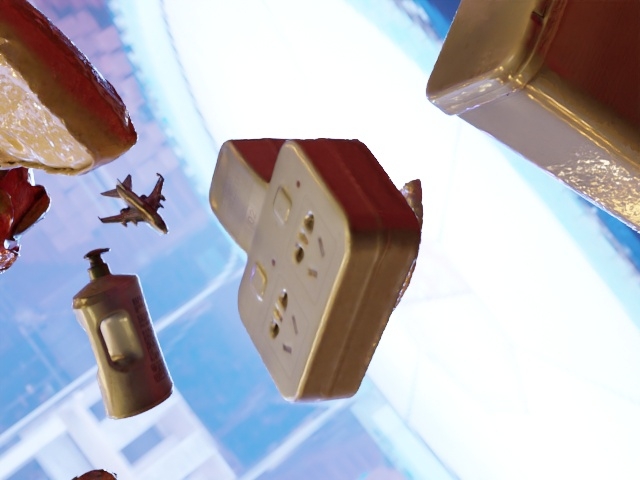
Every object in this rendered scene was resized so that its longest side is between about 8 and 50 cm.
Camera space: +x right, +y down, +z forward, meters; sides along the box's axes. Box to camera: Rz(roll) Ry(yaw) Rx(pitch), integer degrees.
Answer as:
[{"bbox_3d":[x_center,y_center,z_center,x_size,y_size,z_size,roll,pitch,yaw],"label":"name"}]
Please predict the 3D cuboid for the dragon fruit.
[{"bbox_3d":[-0.484,-0.069,1.749,0.227,0.243,0.307,39,179,-10],"label":"dragon fruit"}]

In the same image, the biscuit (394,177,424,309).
[{"bbox_3d":[0.111,0.003,1.924,0.265,0.040,0.188,109,160,-48],"label":"biscuit"}]

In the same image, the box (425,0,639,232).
[{"bbox_3d":[0.346,-0.228,1.484,0.343,0.352,0.177,31,157,-20],"label":"box"}]

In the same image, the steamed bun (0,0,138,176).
[{"bbox_3d":[-0.286,-0.154,1.196,0.231,0.110,0.212,47,149,-15],"label":"steamed bun"}]

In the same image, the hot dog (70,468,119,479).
[{"bbox_3d":[-0.283,0.415,1.638,0.068,0.083,0.289,-131,37,-51],"label":"hot dog"}]

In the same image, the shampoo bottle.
[{"bbox_3d":[-0.287,0.125,1.818,0.087,0.118,0.234,-10,101,33],"label":"shampoo bottle"}]

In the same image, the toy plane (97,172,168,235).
[{"bbox_3d":[-0.176,-0.032,1.262,0.083,0.078,0.031,43,157,20],"label":"toy plane"}]

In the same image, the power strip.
[{"bbox_3d":[0.000,0.000,1.291,0.261,0.141,0.230,57,139,43],"label":"power strip"}]
